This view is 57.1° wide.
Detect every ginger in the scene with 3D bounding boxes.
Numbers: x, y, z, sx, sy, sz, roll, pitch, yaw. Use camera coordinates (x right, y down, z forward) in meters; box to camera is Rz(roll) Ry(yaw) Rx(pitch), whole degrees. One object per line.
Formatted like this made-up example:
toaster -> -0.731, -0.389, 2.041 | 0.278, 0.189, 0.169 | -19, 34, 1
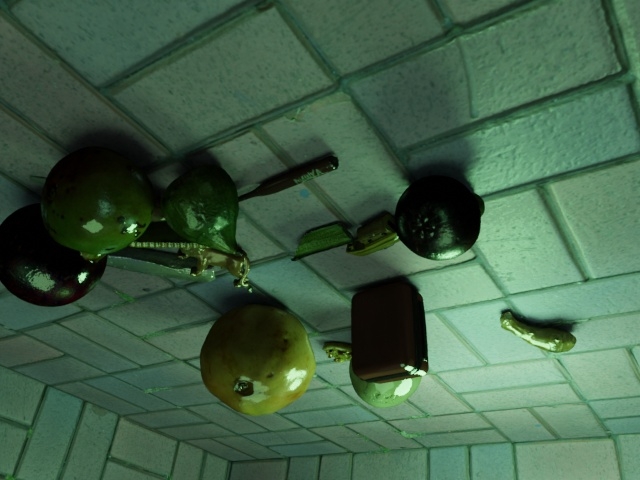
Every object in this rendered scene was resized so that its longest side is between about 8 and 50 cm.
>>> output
ginger -> 0.738, 0.317, 2.007 | 0.295, 0.086, 0.131 | 22, 165, -13

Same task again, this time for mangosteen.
mangosteen -> -0.743, 0.022, 1.660 | 0.359, 0.306, 0.306 | -34, 129, 31
mangosteen -> 0.290, -0.059, 1.446 | 0.216, 0.216, 0.216 | 5, 146, 3

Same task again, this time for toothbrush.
toothbrush -> -0.109, -0.145, 1.519 | 0.364, 0.040, 0.041 | -17, 139, 32

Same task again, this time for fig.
fig -> -0.282, -0.054, 1.490 | 0.203, 0.235, 0.203 | -27, 173, -4

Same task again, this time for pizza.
pizza -> 0.091, 0.455, 2.355 | 0.175, 0.046, 0.134 | 8, 146, -1

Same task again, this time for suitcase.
suitcase -> 0.219, 0.296, 1.880 | 0.236, 0.297, 0.161 | -20, 146, 34

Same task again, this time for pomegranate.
pomegranate -> -0.213, 0.413, 2.087 | 0.412, 0.411, 0.411 | 5, 146, 3
pomegranate -> -0.545, -0.077, 1.497 | 0.291, 0.290, 0.323 | -7, 150, 20

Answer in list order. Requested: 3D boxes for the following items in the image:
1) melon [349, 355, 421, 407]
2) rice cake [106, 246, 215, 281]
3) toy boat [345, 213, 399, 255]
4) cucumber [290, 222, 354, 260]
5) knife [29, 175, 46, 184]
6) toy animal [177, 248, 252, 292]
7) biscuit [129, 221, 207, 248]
melon -> 0.240, 0.467, 2.153 | 0.269, 0.268, 0.330 | 12, 138, -7
rice cake -> -0.533, 0.069, 1.891 | 0.399, 0.064, 0.070 | 10, 136, -4
toy boat -> 0.152, -0.016, 1.641 | 0.088, 0.068, 0.226 | 35, 140, -28
cucumber -> 0.000, 0.000, 1.696 | 0.220, 0.070, 0.046 | -18, 177, 31
knife -> -0.689, -0.146, 1.640 | 0.244, 0.032, 0.058 | 8, 153, 6
toy animal -> -0.325, 0.048, 1.799 | 0.312, 0.097, 0.157 | 19, 138, -20
biscuit -> -0.392, -0.025, 1.622 | 0.255, 0.172, 0.029 | 2, 119, 1
